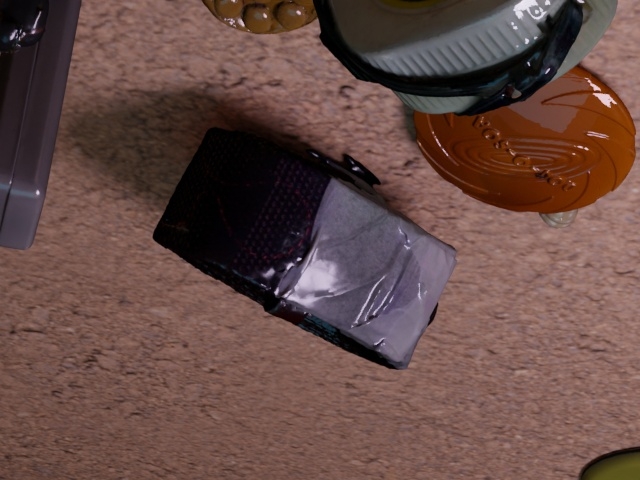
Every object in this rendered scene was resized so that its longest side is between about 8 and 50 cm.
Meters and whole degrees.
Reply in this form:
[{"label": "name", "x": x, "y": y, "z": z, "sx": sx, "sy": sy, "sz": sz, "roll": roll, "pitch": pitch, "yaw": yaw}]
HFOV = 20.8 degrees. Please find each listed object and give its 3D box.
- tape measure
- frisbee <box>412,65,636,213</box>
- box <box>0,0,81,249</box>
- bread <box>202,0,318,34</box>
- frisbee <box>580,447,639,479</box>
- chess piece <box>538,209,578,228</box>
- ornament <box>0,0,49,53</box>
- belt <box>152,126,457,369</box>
[{"label": "tape measure", "x": 0.091, "y": -0.174, "z": 1.214, "sx": 0.235, "sy": 0.207, "sz": 0.115, "roll": -15, "pitch": 144, "yaw": 31}, {"label": "frisbee", "x": 0.170, "y": -0.082, "z": 1.477, "sx": 0.192, "sy": 0.035, "sz": 0.192, "roll": 11, "pitch": 141, "yaw": 9}, {"label": "box", "x": -0.225, "y": -0.119, "z": 1.350, "sx": 0.055, "sy": 0.243, "sz": 0.103, "roll": 12, "pitch": 150, "yaw": -10}, {"label": "bread", "x": -0.047, "y": -0.201, "z": 1.378, "sx": 0.110, "sy": 0.024, "sz": 0.110, "roll": 6, "pitch": 149, "yaw": 4}, {"label": "frisbee", "x": 0.429, "y": 0.302, "z": 2.087, "sx": 0.236, "sy": 0.017, "sz": 0.236, "roll": 7, "pitch": 149, "yaw": 4}, {"label": "chess piece", "x": 0.228, "y": -0.048, "z": 1.549, "sx": 0.035, "sy": 0.035, "sz": 0.092, "roll": 17, "pitch": 145, "yaw": -12}, {"label": "ornament", "x": -0.180, "y": -0.209, "z": 1.238, "sx": 0.153, "sy": 0.196, "sz": 0.166, "roll": 15, "pitch": 150, "yaw": -8}, {"label": "belt", "x": 0.000, "y": 0.000, "z": 1.574, "sx": 0.289, "sy": 0.164, "sz": 0.184, "roll": 31, "pitch": 170, "yaw": -33}]
